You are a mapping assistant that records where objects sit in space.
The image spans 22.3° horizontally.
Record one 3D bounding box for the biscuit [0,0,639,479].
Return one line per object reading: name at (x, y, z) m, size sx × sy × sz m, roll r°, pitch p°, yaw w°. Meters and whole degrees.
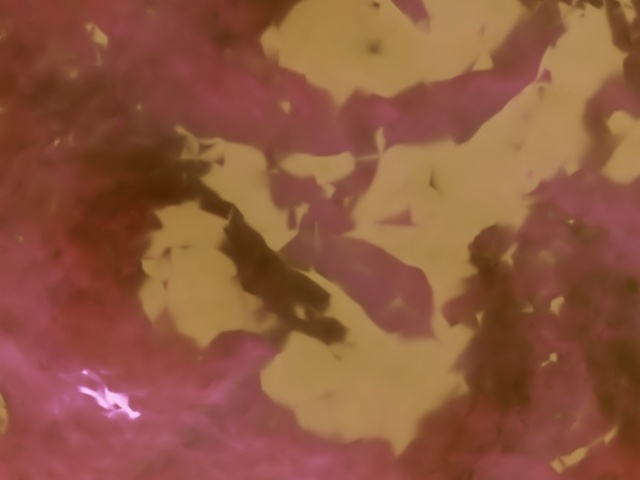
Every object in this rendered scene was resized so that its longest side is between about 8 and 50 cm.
biscuit at (0.000, 0.000, 0.682) m, size 0.429 × 0.104 × 0.446 m, roll 37°, pitch 102°, yaw -14°
